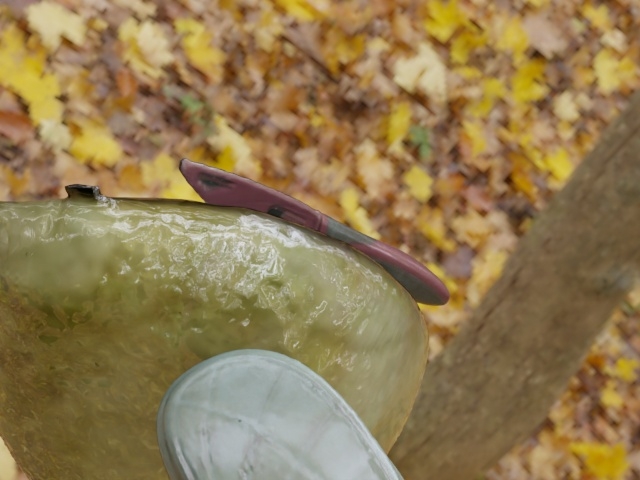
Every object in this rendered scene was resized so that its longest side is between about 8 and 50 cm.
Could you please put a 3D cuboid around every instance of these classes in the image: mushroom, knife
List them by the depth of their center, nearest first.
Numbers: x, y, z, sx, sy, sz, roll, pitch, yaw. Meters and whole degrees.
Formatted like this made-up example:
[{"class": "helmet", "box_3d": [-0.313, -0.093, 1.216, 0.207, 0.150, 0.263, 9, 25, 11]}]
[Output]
[{"class": "mushroom", "box_3d": [-0.109, 0.078, 0.886, 0.292, 0.212, 0.217, 16, -11, 21]}, {"class": "knife", "box_3d": [0.000, 0.000, 0.896, 0.247, 0.035, 0.018, 26, 21, -42]}]

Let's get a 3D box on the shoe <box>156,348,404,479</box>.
[{"class": "shoe", "box_3d": [0.011, 0.168, 0.766, 0.251, 0.103, 0.100, 52, -6, 19]}]
